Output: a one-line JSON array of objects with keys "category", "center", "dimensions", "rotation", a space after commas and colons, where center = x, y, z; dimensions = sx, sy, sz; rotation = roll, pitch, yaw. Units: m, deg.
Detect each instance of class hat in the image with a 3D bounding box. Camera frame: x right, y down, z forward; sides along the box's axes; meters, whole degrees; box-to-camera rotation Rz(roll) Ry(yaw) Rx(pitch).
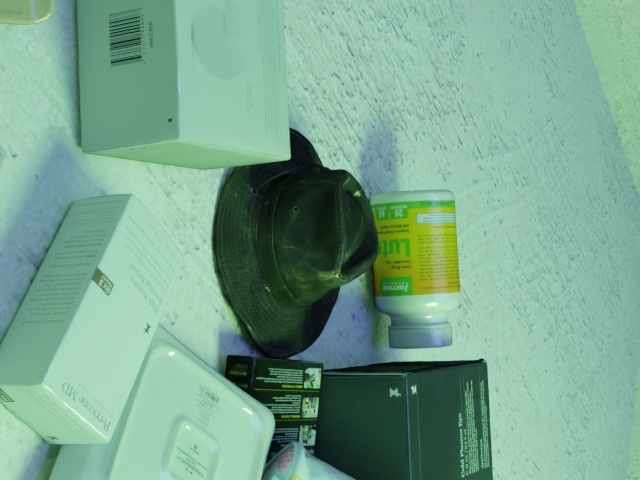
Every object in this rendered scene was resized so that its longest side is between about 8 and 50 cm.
[{"category": "hat", "center": [0.000, 0.000, 1.474], "dimensions": [0.331, 0.134, 0.331], "rotation": [13, 76, -61]}]

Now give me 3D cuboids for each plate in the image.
[{"category": "plate", "center": [-0.151, 0.238, 1.179], "dimensions": [0.277, 0.045, 0.278], "rotation": [44, 43, -34]}]

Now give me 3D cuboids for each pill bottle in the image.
[{"category": "pill bottle", "center": [0.152, 0.046, 1.739], "dimensions": [0.136, 0.136, 0.245], "rotation": [0, 86, -61]}]

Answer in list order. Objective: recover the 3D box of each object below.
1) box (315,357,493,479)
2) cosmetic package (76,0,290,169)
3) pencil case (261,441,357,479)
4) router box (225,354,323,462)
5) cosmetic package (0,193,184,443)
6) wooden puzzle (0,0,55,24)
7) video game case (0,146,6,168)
[{"category": "box", "center": [0.116, 0.350, 1.590], "dimensions": [0.312, 0.179, 0.343], "rotation": [7, 80, -62]}, {"category": "cosmetic package", "center": [-0.148, -0.203, 1.221], "dimensions": [0.225, 0.138, 0.224], "rotation": [4, 83, -60]}, {"category": "pencil case", "center": [0.042, 0.358, 1.328], "dimensions": [0.273, 0.113, 0.124], "rotation": [35, 11, -10]}, {"category": "router box", "center": [-0.061, 0.218, 1.412], "dimensions": [0.179, 0.046, 0.133], "rotation": [16, 77, -60]}, {"category": "cosmetic package", "center": [-0.229, 0.076, 1.093], "dimensions": [0.117, 0.086, 0.231], "rotation": [55, 40, -43]}, {"category": "wooden puzzle", "center": [-0.348, -0.306, 0.977], "dimensions": [0.239, 0.044, 0.220], "rotation": [-14, 99, -57]}, {"category": "video game case", "center": [-0.364, -0.050, 0.927], "dimensions": [0.183, 0.023, 0.201], "rotation": [52, 42, -45]}]
